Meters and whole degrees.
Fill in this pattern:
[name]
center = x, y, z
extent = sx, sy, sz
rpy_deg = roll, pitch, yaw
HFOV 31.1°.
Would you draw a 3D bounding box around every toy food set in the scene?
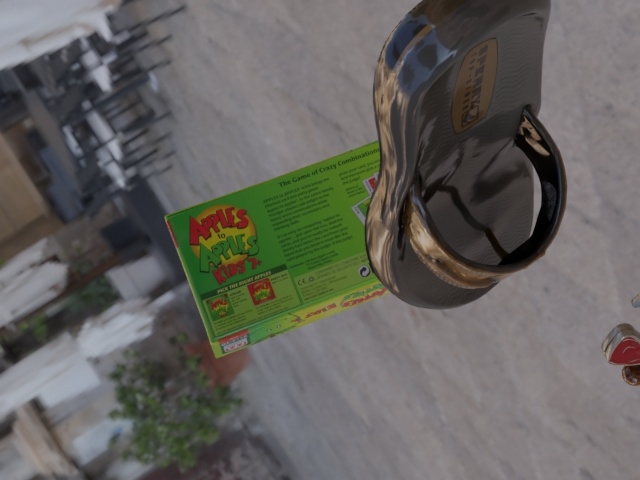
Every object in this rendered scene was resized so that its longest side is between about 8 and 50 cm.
[toy food set]
center = 0.209, 0.068, 0.657
extent = 0.122, 0.078, 0.019
rpy_deg = 18, -141, -30

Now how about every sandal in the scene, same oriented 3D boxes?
[sandal]
center = 0.068, -0.022, 0.453
extent = 0.060, 0.090, 0.219
rpy_deg = 47, 162, 23

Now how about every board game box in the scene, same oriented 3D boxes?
[board game box]
center = 0.000, 0.000, 0.754
extent = 0.043, 0.181, 0.092
rpy_deg = 91, 158, -71
